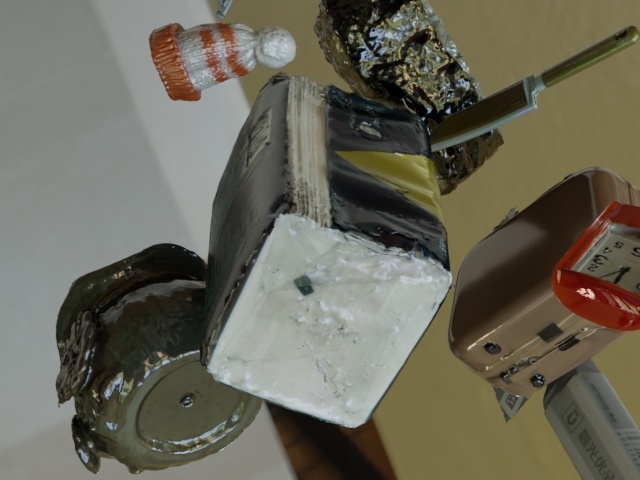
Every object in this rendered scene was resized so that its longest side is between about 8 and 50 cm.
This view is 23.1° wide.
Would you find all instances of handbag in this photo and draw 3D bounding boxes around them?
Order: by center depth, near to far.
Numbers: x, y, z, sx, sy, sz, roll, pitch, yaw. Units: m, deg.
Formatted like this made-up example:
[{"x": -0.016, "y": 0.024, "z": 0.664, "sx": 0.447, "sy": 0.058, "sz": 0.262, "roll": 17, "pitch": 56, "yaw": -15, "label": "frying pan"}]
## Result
[{"x": 0.310, "y": 0.030, "z": 2.027, "sx": 0.302, "sy": 0.149, "sz": 0.283, "roll": -40, "pitch": -152, "yaw": 35, "label": "handbag"}]

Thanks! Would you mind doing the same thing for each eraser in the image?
[{"x": 0.375, "y": 0.282, "z": 1.974, "sx": 0.061, "sy": 0.089, "sz": 0.352, "roll": 2, "pitch": -137, "yaw": -34, "label": "eraser"}]

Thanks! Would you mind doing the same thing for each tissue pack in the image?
[{"x": 0.000, "y": 0.000, "z": 1.947, "sx": 0.253, "sy": 0.264, "sz": 0.416, "roll": 21, "pitch": -154, "yaw": -11, "label": "tissue pack"}]

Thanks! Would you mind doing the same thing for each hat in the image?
[{"x": -0.110, "y": -0.220, "z": 1.813, "sx": 0.162, "sy": 0.093, "sz": 0.112, "roll": -16, "pitch": -177, "yaw": 7, "label": "hat"}]

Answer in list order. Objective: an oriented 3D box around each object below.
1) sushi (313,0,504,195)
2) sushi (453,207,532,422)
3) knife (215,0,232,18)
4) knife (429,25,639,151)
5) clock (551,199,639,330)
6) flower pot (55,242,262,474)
[{"x": 0.123, "y": -0.240, "z": 2.265, "sx": 0.171, "sy": 0.350, "sz": 0.211, "roll": -33, "pitch": -161, "yaw": 3, "label": "sushi"}, {"x": 0.262, "y": 0.095, "z": 2.251, "sx": 0.192, "sy": 0.043, "sz": 0.279, "roll": -55, "pitch": -145, "yaw": 34, "label": "sushi"}, {"x": -0.048, "y": -0.401, "z": 1.916, "sx": 0.278, "sy": 0.053, "sz": 0.123, "roll": -49, "pitch": 174, "yaw": -9, "label": "knife"}, {"x": 0.273, "y": -0.197, "z": 2.095, "sx": 0.343, "sy": 0.027, "sz": 0.061, "roll": -26, "pitch": -138, "yaw": 28, "label": "knife"}, {"x": 0.320, "y": 0.031, "z": 1.629, "sx": 0.113, "sy": 0.061, "sz": 0.155, "roll": 23, "pitch": -140, "yaw": 26, "label": "clock"}, {"x": -0.231, "y": 0.172, "z": 2.143, "sx": 0.302, "sy": 0.301, "sz": 0.213, "roll": -26, "pitch": -135, "yaw": -11, "label": "flower pot"}]
